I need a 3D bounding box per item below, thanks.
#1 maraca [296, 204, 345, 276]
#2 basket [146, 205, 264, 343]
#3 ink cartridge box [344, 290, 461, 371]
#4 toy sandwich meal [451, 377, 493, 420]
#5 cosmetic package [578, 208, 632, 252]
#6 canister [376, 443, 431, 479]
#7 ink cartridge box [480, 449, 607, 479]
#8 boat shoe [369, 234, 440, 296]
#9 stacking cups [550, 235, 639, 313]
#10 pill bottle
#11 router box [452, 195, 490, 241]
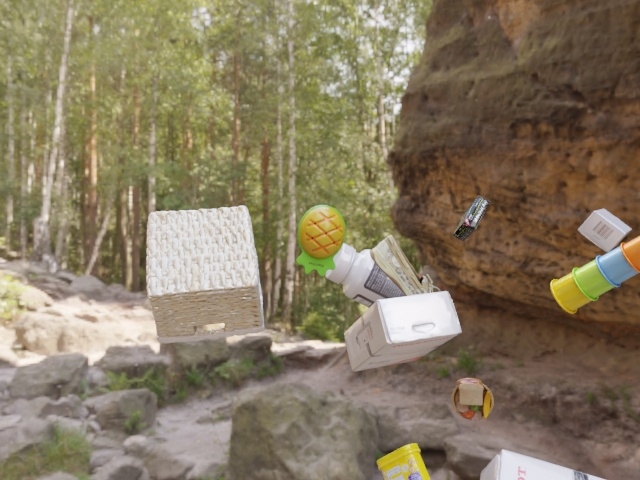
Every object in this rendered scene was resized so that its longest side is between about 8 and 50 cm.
[{"bbox_3d":[0.000,0.000,1.518,0.127,0.186,0.099,10,1,-10],"label":"maraca"},{"bbox_3d":[-0.344,0.094,1.748,0.328,0.331,0.266,-5,-38,-9],"label":"basket"},{"bbox_3d":[0.206,0.241,1.517,0.207,0.117,0.283,-5,-24,-19],"label":"ink cartridge box"},{"bbox_3d":[0.285,0.300,1.088,0.085,0.086,0.029,-3,4,15],"label":"toy sandwich meal"},{"bbox_3d":[0.915,-0.035,1.861,0.117,0.085,0.231,45,24,23],"label":"cosmetic package"},{"bbox_3d":[0.236,0.649,1.546,0.126,0.170,0.073,-38,-35,24],"label":"canister"},{"bbox_3d":[0.519,0.635,1.170,0.395,0.285,0.166,16,-39,7],"label":"ink cartridge box"},{"bbox_3d":[0.267,0.110,1.690,0.089,0.285,0.104,-44,11,10],"label":"boat shoe"},{"bbox_3d":[0.689,0.062,1.332,0.096,0.096,0.316,3,-31,-40],"label":"stacking cups"},{"bbox_3d":[0.184,0.137,1.922,0.318,0.176,0.176,28,-10,-8],"label":"pill bottle"},{"bbox_3d":[0.412,-0.059,1.591,0.038,0.092,0.122,31,-15,7],"label":"router box"}]
